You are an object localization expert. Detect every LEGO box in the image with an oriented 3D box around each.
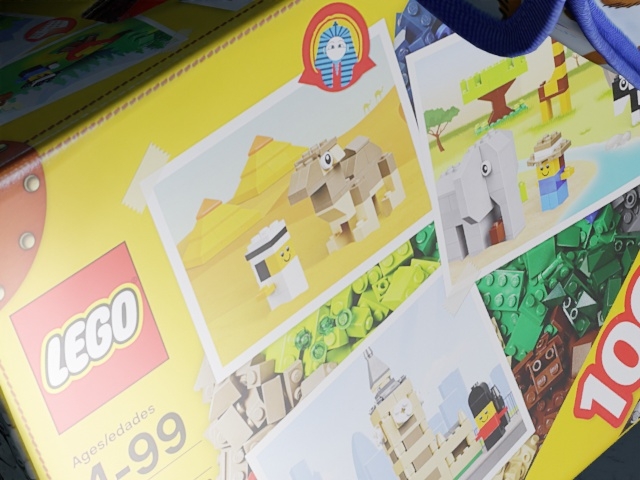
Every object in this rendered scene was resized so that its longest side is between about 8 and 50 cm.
[{"bbox_3d":[0.000,0.000,1.011,0.500,0.193,0.372,-36,123,-30],"label":"LEGO box"}]

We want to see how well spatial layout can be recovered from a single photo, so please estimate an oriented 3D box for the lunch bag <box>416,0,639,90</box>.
[{"bbox_3d":[0.043,-0.230,0.637,0.239,0.328,0.385,-49,165,10],"label":"lunch bag"}]
